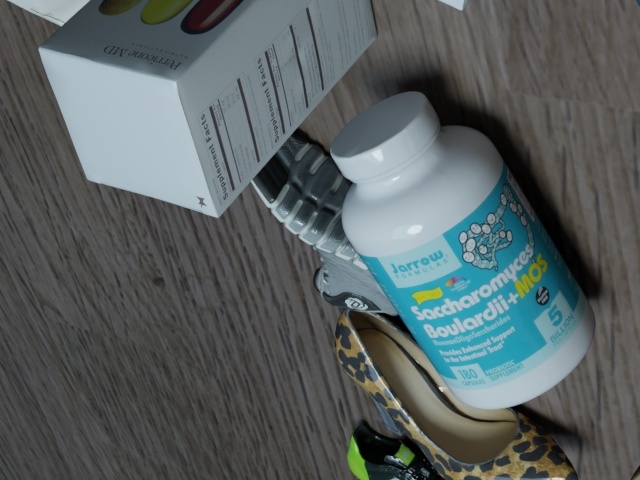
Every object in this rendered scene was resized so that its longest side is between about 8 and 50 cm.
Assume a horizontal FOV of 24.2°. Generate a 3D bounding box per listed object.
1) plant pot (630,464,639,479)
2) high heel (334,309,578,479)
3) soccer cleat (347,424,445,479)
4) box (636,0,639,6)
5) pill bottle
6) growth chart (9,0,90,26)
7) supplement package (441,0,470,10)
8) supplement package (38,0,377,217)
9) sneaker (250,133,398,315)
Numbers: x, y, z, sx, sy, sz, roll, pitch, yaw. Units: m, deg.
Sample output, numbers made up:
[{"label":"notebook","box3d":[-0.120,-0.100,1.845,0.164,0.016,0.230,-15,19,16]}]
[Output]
[{"label":"plant pot","box3d":[0.393,0.243,1.313,0.237,0.110,0.237,25,144,20]},{"label":"high heel","box3d":[0.126,0.157,1.467,0.261,0.093,0.186,18,148,41]},{"label":"soccer cleat","box3d":[0.104,0.263,1.644,0.179,0.060,0.072,24,141,25]},{"label":"box","box3d":[0.241,-0.231,0.913,0.159,0.044,0.233,9,153,36]},{"label":"pill bottle","box3d":[0.114,0.005,1.266,0.146,0.146,0.264,-9,124,47]},{"label":"growth chart","box3d":[-0.191,-0.213,1.318,0.237,0.021,0.172,26,154,-38]},{"label":"supplement package","box3d":[0.095,-0.253,0.960,0.105,0.179,0.105,28,144,16]},{"label":"supplement package","box3d":[-0.080,-0.156,1.175,0.139,0.244,0.134,15,139,29]},{"label":"sneaker","box3d":[0.000,0.000,1.421,0.228,0.086,0.132,40,148,-3]}]
